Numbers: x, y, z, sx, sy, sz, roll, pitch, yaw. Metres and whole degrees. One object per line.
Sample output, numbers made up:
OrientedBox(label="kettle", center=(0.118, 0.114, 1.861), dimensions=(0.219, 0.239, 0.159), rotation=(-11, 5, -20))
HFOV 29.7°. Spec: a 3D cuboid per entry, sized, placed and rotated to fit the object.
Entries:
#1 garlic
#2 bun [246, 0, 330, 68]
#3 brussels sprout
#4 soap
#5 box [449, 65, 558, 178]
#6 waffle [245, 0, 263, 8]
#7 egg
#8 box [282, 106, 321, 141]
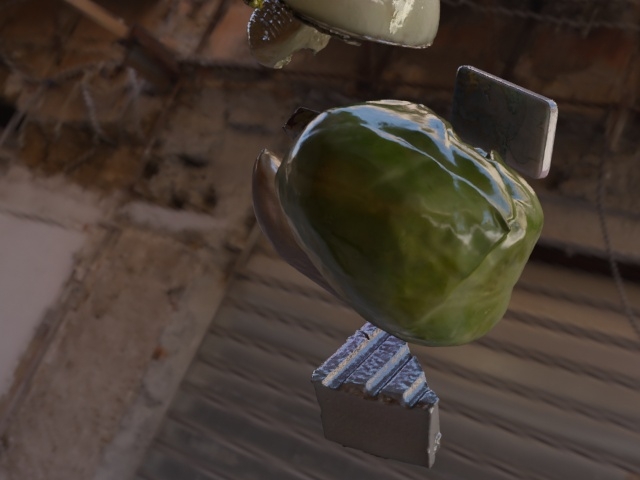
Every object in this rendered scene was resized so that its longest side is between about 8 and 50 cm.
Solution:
OrientedBox(label="garlic", center=(-0.003, -0.003, 1.735), dimensions=(0.318, 0.112, 0.143), rotation=(43, 1, -20))
OrientedBox(label="bun", center=(-0.040, -0.437, 2.366), dimensions=(0.116, 0.237, 0.210), rotation=(30, 0, -36))
OrientedBox(label="brussels sprout", center=(0.101, -0.023, 1.347), dimensions=(0.328, 0.247, 0.328), rotation=(48, 7, -8))
OrientedBox(label="soap", center=(0.157, 0.261, 2.208), dimensions=(0.258, 0.302, 0.159), rotation=(9, -58, 31))
OrientedBox(label="box", center=(0.326, -0.218, 2.175), dimensions=(0.044, 0.142, 0.285), rotation=(-9, 25, -27))
OrientedBox(label="waffle", center=(-0.118, -0.434, 1.633), dimensions=(0.052, 0.245, 0.254), rotation=(-14, 7, -5))
OrientedBox(label="egg", center=(0.071, -0.400, 1.773), dimensions=(0.264, 0.174, 0.286), rotation=(34, 25, 25))
OrientedBox(label="box", center=(0.018, -0.170, 1.942), dimensions=(0.207, 0.050, 0.041), rotation=(24, -20, 50))
